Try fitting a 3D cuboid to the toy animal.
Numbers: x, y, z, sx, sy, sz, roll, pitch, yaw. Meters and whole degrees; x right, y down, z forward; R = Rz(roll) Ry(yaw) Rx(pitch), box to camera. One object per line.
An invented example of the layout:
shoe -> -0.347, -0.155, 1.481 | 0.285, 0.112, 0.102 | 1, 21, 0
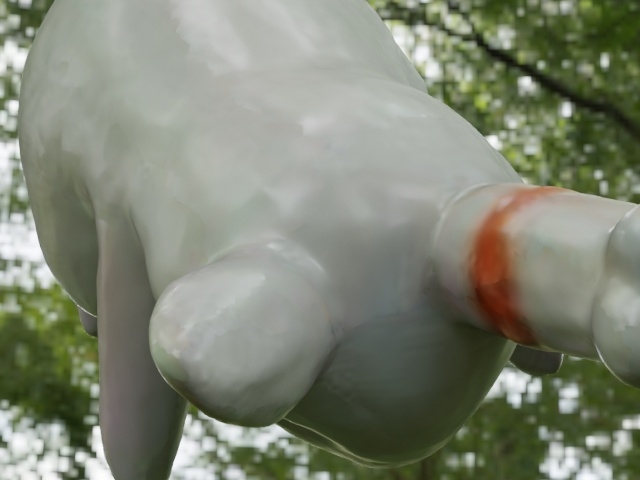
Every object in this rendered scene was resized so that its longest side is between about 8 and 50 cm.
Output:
toy animal -> 0.000, 0.008, 0.458 | 0.140, 0.282, 0.138 | -23, -55, -13
